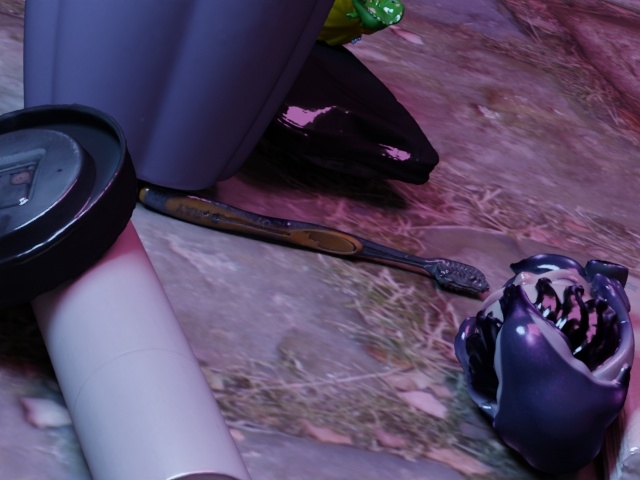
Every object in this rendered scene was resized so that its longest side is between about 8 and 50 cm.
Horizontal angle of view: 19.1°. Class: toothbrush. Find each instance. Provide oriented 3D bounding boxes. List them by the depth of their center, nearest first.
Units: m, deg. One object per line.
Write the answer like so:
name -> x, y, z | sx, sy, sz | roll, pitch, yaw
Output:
toothbrush -> -0.001, -0.001, 1.584 | 0.321, 0.023, 0.031 | 15, 15, -20

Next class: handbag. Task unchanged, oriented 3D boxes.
handbag -> -0.020, -0.144, 1.796 | 0.191, 0.075, 0.332 | 16, 22, -31

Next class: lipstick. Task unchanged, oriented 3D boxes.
lipstick -> -0.123, 0.081, 1.206 | 0.087, 0.087, 0.327 | 12, 26, -27

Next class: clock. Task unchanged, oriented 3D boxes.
clock -> -0.209, -0.022, 1.272 | 0.184, 0.040, 0.184 | -14, 36, 11

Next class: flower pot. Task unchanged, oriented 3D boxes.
flower pot -> -0.122, -0.181, 1.546 | 0.265, 0.243, 0.265 | 17, 14, -4

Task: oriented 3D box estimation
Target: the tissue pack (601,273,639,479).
tissue pack -> 0.301, 0.139, 1.514 | 0.170, 0.071, 0.325 | 21, 22, -4

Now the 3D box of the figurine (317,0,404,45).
figurine -> 0.004, -0.245, 1.855 | 0.115, 0.095, 0.156 | 26, 7, -40

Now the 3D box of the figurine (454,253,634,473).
figurine -> 0.171, 0.092, 1.447 | 0.145, 0.145, 0.222 | 26, 17, 5
